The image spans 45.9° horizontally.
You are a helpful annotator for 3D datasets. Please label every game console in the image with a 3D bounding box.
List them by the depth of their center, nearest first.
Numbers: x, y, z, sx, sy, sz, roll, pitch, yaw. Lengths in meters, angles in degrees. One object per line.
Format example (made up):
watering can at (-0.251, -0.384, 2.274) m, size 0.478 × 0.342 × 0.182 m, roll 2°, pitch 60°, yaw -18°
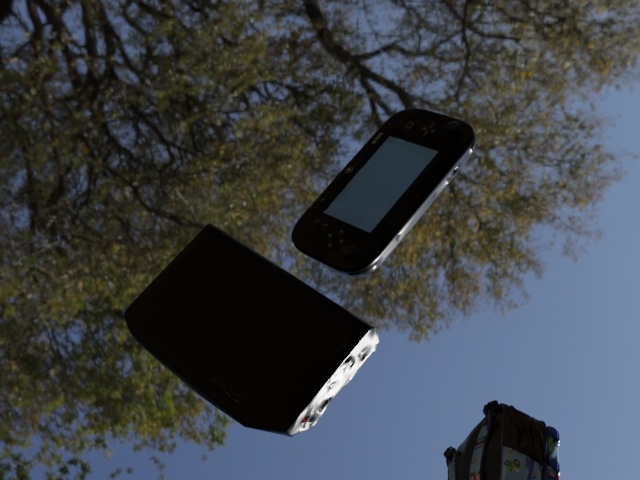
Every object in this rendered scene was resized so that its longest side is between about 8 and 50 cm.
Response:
game console at (0.000, 0.000, 0.716) m, size 0.213 × 0.044 × 0.361 m, roll 30°, pitch -111°, yaw 31°

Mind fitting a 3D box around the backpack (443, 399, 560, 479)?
backpack at (0.235, 0.323, 0.983) m, size 0.116 × 0.158 × 0.173 m, roll 23°, pitch -140°, yaw -4°
